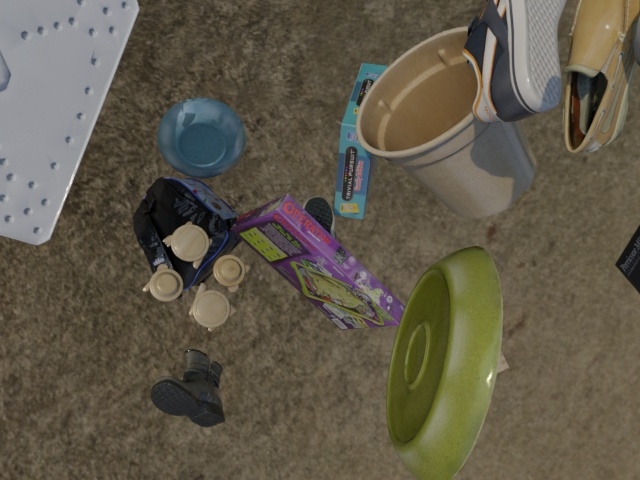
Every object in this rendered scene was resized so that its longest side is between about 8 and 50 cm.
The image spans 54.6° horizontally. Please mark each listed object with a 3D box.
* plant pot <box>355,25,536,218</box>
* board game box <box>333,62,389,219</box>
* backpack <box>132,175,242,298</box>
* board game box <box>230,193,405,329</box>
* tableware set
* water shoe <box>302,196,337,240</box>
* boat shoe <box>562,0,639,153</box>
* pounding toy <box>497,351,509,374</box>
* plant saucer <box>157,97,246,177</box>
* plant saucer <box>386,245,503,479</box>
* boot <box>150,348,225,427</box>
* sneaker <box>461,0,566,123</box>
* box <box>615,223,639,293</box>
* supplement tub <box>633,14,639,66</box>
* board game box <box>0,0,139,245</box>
[{"bbox_3d":[0.295,-0.219,1.320,0.334,0.333,0.305,-51,127,-4],"label":"plant pot"},{"bbox_3d":[0.105,-0.257,1.560,0.336,0.079,0.254,-73,169,-50],"label":"board game box"},{"bbox_3d":[-0.346,-0.036,1.625,0.276,0.263,0.213,-47,171,15],"label":"backpack"},{"bbox_3d":[-0.006,0.058,1.264,0.347,0.208,0.056,44,65,-19],"label":"board game box"},{"bbox_3d":[-0.204,0.060,1.047,0.168,0.020,0.141,35,68,-10],"label":"tableware set"},{"bbox_3d":[0.000,0.000,1.382,0.072,0.203,0.080,-8,152,-10],"label":"water shoe"},{"bbox_3d":[0.266,-0.174,0.595,0.072,0.068,0.190,-25,119,-33],"label":"boat shoe"},{"bbox_3d":[0.217,0.174,0.960,0.130,0.100,0.141,-18,160,-15],"label":"pounding toy"},{"bbox_3d":[-0.260,-0.215,1.363,0.194,0.037,0.195,-6,124,-9],"label":"plant saucer"},{"bbox_3d":[0.111,0.118,0.620,0.037,0.241,0.241,15,107,-6],"label":"plant saucer"},{"bbox_3d":[-0.305,0.320,1.426,0.083,0.161,0.246,-23,141,13],"label":"boot"},{"bbox_3d":[0.286,-0.326,0.935,0.126,0.127,0.321,23,68,-31],"label":"sneaker"},{"bbox_3d":[0.878,0.082,1.310,0.211,0.396,0.294,-21,146,-11],"label":"box"},{"bbox_3d":[0.425,-0.118,0.444,0.235,0.325,0.235,-22,145,-17],"label":"supplement tub"},{"bbox_3d":[-0.471,-0.231,0.786,0.389,0.050,0.390,23,85,-44],"label":"board game box"}]
